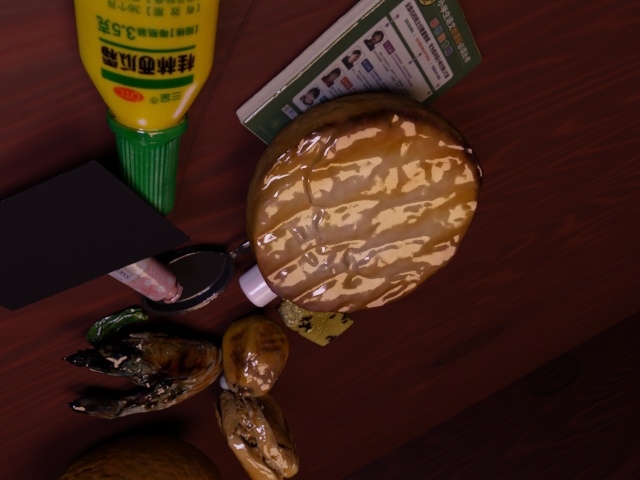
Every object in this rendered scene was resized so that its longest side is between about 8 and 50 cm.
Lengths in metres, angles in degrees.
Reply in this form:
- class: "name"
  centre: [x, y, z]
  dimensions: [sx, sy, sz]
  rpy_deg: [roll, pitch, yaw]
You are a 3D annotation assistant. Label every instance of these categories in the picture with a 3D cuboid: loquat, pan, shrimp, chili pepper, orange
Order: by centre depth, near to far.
- class: "pan"
  centre: [-0.142, 0.029, 0.817]
  dimensions: [0.235, 0.028, 0.136]
  rpy_deg: [-31, 150, 3]
- class: "chili pepper"
  centre: [-0.285, 0.118, 0.820]
  dimensions: [0.091, 0.034, 0.030]
  rpy_deg: [-30, -178, -6]
- class: "shrimp"
  centre: [-0.285, 0.219, 0.911]
  dimensions: [0.233, 0.071, 0.365]
  rpy_deg: [-34, 158, 8]
- class: "loquat"
  centre: [-0.110, 0.192, 0.975]
  dimensions: [0.113, 0.137, 0.137]
  rpy_deg: [17, 130, -16]
- class: "orange"
  centre: [-0.325, 0.512, 1.047]
  dimensions: [0.322, 0.322, 0.357]
  rpy_deg: [-33, 158, 1]

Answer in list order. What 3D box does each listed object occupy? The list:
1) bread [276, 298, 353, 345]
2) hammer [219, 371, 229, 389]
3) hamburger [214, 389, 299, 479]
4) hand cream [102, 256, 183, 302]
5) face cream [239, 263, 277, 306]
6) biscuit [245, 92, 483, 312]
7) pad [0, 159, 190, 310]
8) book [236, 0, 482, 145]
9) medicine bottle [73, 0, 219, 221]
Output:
- class: "bread"
  centre: [-0.018, 0.125, 1.045]
  dimensions: [0.088, 0.049, 0.226]
  rpy_deg: [-37, 148, 7]
- class: "hammer"
  centre: [-0.151, 0.255, 1.129]
  dimensions: [0.083, 0.031, 0.052]
  rpy_deg: [-9, 146, -44]
- class: "hamburger"
  centre: [-0.120, 0.372, 1.152]
  dimensions: [0.108, 0.214, 0.214]
  rpy_deg: [-33, 149, -8]
- class: "hand cream"
  centre: [-0.238, 0.014, 0.686]
  dimensions: [0.067, 0.043, 0.210]
  rpy_deg: [-36, 136, 8]
- class: "face cream"
  centre: [0.000, 0.000, 0.854]
  dimensions: [0.269, 0.082, 0.082]
  rpy_deg: [-37, 149, 7]
- class: "biscuit"
  centre: [0.050, -0.042, 0.729]
  dimensions: [0.296, 0.102, 0.296]
  rpy_deg: [-10, 127, -13]
- class: "pad"
  centre: [-0.282, 0.007, 0.614]
  dimensions: [0.245, 0.006, 0.170]
  rpy_deg: [-21, 148, 11]
- class: "book"
  centre: [0.056, -0.183, 0.698]
  dimensions: [0.264, 0.027, 0.202]
  rpy_deg: [-39, 148, 12]
- class: "medicine bottle"
  centre: [-0.154, -0.135, 0.530]
  dimensions: [0.111, 0.076, 0.309]
  rpy_deg: [3, 141, -14]
